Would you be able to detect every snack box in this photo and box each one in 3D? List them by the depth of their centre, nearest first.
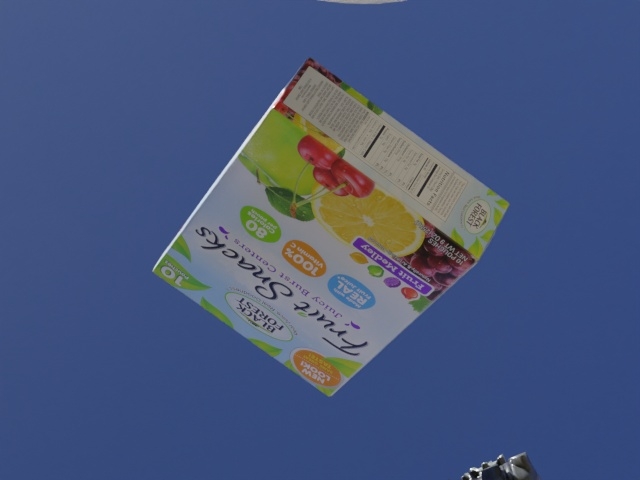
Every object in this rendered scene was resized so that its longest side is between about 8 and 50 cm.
[{"bbox_3d":[0.000,0.000,0.651,0.100,0.141,0.037,37,-127,-4],"label":"snack box"}]

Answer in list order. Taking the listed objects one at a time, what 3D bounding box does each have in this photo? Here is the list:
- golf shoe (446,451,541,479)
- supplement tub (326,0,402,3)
[{"bbox_3d":[0.076,0.155,0.731,0.077,0.198,0.094,-26,-99,-1],"label":"golf shoe"},{"bbox_3d":[0.035,-0.277,0.612,0.228,0.228,0.316,34,-114,-13],"label":"supplement tub"}]
